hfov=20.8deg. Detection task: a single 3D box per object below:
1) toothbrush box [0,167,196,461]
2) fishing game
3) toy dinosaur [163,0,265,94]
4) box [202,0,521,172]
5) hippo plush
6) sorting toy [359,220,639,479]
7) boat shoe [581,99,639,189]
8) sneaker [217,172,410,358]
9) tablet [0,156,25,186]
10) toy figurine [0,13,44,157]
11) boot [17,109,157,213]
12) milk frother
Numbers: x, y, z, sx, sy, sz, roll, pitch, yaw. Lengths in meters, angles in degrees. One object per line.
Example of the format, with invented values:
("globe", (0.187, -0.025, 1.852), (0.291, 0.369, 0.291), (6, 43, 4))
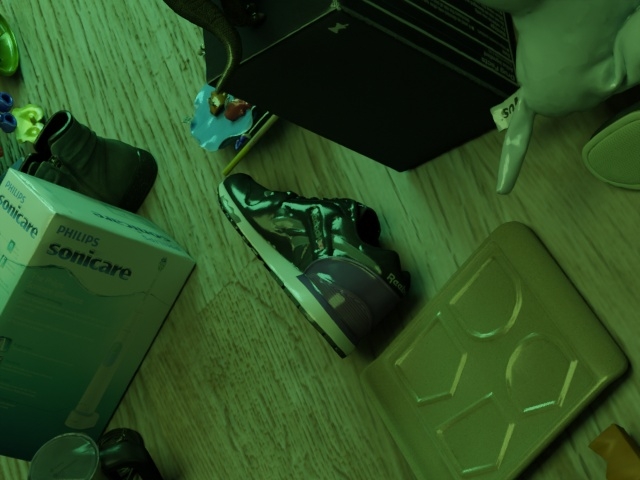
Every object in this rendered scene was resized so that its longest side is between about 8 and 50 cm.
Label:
("toothbrush box", (-0.314, 0.095, 1.995), (0.126, 0.216, 0.295), (39, 104, 45))
("fishing game", (-0.096, -0.189, 1.976), (0.189, 0.041, 0.264), (-43, 34, 25))
("toy dinosaur", (-0.123, -0.278, 1.562), (0.121, 0.160, 0.314), (-9, 68, 42))
("box", (0.033, -0.263, 1.731), (0.182, 0.296, 0.294), (-27, 57, 34))
("hippo plush", (0.208, -0.250, 1.554), (0.294, 0.236, 0.234), (-31, 31, 26))
("sorting toy", (0.181, 0.156, 1.618), (0.229, 0.041, 0.307), (-46, 48, 16))
("boat shoe", (0.335, -0.114, 1.553), (0.233, 0.084, 0.079), (-30, 19, 42))
("sneaker", (0.000, 0.000, 1.829), (0.124, 0.107, 0.283), (-41, 47, 0))
("tablet", (-0.414, -0.068, 2.307), (0.083, 0.006, 0.054), (-37, 52, 30))
("toy figurine", (-0.503, -0.139, 2.294), (0.217, 0.191, 0.363), (-45, 45, 30))
("boot", (-0.313, -0.028, 2.079), (0.083, 0.161, 0.246), (29, 96, 47))
("milk frother", (-0.253, 0.252, 1.933), (0.129, 0.135, 0.143), (-35, 48, -10))
